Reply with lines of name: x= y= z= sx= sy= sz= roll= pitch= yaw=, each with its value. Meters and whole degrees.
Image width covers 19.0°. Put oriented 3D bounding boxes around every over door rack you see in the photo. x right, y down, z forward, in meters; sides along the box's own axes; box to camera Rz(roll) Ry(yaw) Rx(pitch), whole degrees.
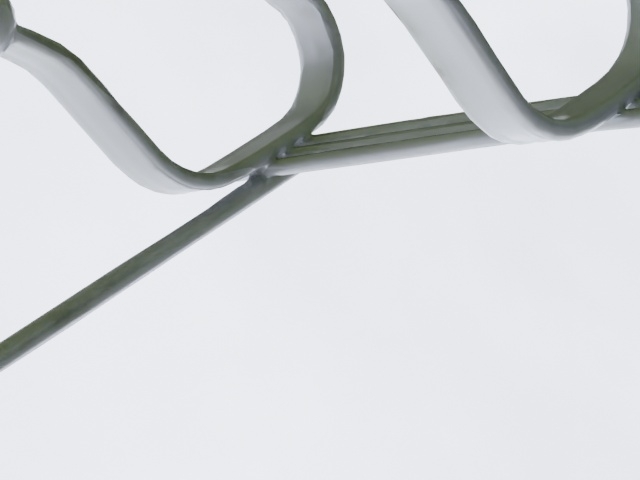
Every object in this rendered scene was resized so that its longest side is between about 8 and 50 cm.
over door rack: x=0.000 y=0.000 z=0.365 sx=0.324 sy=0.239 sz=0.108 roll=-50 pitch=-57 yaw=-43
